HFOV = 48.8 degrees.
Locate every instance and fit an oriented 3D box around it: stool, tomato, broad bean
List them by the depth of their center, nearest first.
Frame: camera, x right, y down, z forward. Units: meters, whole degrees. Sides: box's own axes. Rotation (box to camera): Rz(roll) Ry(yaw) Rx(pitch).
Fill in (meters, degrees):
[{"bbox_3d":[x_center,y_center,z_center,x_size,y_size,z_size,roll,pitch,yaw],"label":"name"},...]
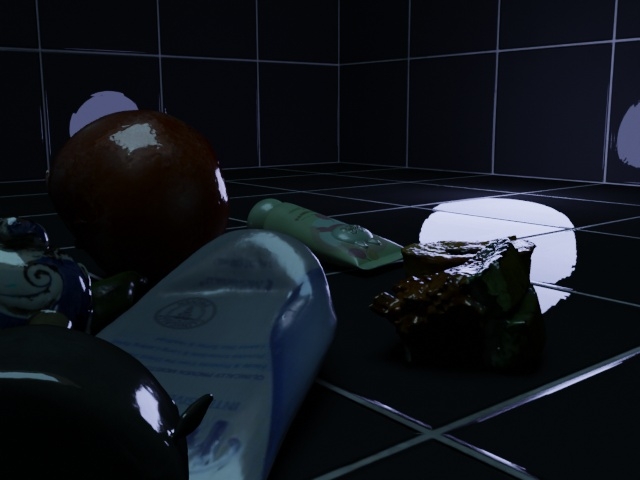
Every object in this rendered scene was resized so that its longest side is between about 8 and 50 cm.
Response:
[{"bbox_3d":[-0.167,0.119,0.348,0.228,0.153,0.139,-2,11,-12],"label":"stool"},{"bbox_3d":[-0.338,0.060,0.819,0.292,0.049,0.144,15,40,-30],"label":"broad bean"},{"bbox_3d":[-0.256,-0.065,1.036,0.265,0.265,0.265,0,10,0],"label":"tomato"}]

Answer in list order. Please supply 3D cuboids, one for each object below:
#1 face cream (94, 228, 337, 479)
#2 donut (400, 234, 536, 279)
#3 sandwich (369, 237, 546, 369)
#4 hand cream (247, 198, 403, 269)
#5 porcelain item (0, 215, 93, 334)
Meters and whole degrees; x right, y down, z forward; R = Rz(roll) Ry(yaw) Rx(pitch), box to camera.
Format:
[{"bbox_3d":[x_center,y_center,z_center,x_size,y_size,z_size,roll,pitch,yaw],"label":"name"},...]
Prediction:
[{"bbox_3d":[-0.106,0.107,0.625,0.234,0.137,0.420,4,22,15],"label":"face cream"},{"bbox_3d":[0.209,0.042,1.003,0.190,0.075,0.174,-2,11,17],"label":"donut"},{"bbox_3d":[0.157,0.074,0.776,0.160,0.109,0.185,-18,6,21],"label":"sandwich"},{"bbox_3d":[0.000,0.000,1.246,0.306,0.093,0.147,18,20,35],"label":"hand cream"},{"bbox_3d":[-0.340,0.074,0.599,0.288,0.186,0.138,11,-30,-34],"label":"porcelain item"}]
